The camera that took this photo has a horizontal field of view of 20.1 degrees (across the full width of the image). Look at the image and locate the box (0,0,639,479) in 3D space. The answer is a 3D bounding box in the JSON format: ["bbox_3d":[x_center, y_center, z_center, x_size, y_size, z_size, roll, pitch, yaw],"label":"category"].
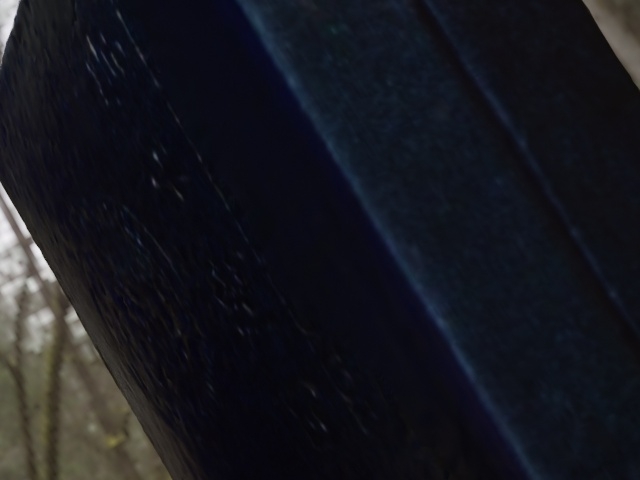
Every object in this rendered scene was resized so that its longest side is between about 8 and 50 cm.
[{"bbox_3d":[0.000,0.000,0.625,0.116,0.261,0.279,-25,-11,-25],"label":"box"}]
